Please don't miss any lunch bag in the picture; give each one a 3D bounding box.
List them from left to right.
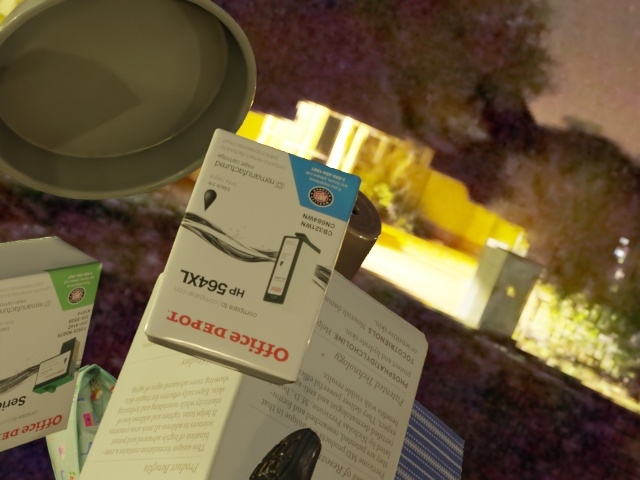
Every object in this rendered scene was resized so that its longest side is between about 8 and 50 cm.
[{"bbox_3d":[-0.442,0.383,1.969,0.160,0.262,0.223,-8,-13,-29],"label":"lunch bag"}]

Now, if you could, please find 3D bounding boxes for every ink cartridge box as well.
[{"bbox_3d":[-0.345,0.117,1.112,0.093,0.219,0.160,25,20,29],"label":"ink cartridge box"},{"bbox_3d":[-0.063,0.019,0.950,0.148,0.203,0.086,18,-12,-4],"label":"ink cartridge box"}]

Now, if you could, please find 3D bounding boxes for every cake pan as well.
[{"bbox_3d":[-0.214,-0.160,1.043,0.293,0.293,0.054,17,38,-41],"label":"cake pan"}]

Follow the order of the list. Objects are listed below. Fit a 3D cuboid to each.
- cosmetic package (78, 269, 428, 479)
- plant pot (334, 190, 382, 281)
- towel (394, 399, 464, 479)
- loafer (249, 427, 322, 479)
[{"bbox_3d":[-0.097,0.263,1.516,0.329,0.393,0.327,-14,-41,45],"label":"cosmetic package"},{"bbox_3d":[0.000,0.000,2.059,0.263,0.229,0.263,30,35,-24],"label":"plant pot"},{"bbox_3d":[0.164,0.442,1.843,0.243,0.040,0.336,42,38,-22],"label":"towel"},{"bbox_3d":[-0.053,0.310,1.115,0.078,0.223,0.076,42,-35,-17],"label":"loafer"}]
